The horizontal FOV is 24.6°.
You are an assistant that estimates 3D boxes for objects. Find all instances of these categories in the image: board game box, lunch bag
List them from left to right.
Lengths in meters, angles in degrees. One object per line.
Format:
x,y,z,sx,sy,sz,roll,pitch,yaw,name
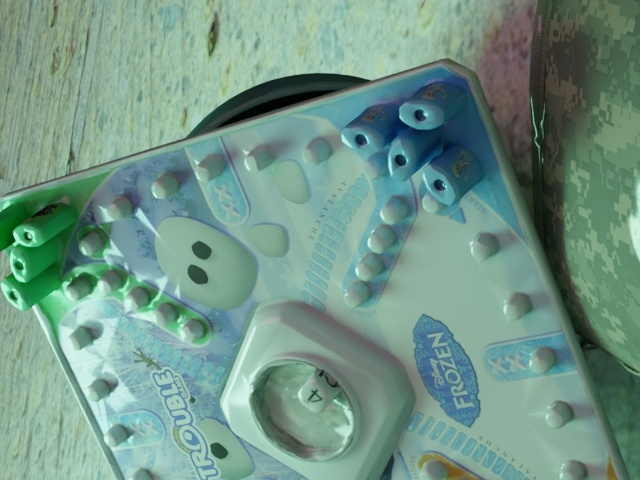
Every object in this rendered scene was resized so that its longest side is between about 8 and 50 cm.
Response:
-0.012,0.113,0.980,0.390,0.050,0.390,-14,107,31,board game box
0.233,-0.042,0.827,0.235,0.169,0.287,-142,56,-61,lunch bag

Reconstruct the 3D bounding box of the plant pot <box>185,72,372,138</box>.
0.000,0.000,1.164,0.235,0.293,0.293,-106,31,-74,plant pot
